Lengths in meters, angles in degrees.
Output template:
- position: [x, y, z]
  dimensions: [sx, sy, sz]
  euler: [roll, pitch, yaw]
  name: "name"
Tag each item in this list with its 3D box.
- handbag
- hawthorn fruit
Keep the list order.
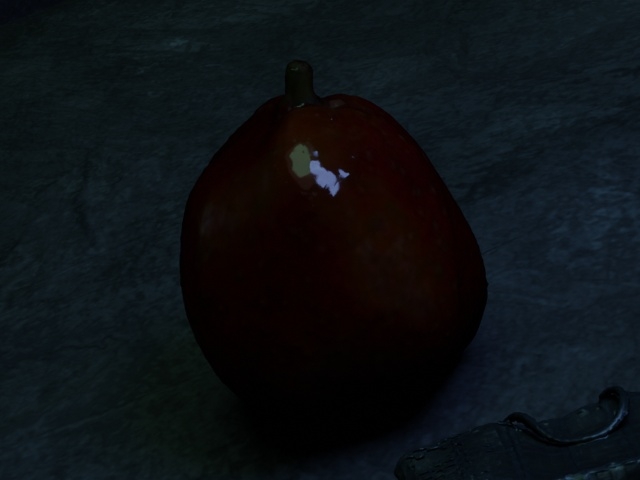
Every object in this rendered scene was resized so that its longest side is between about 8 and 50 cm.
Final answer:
- position: [0.192, 0.171, 1.122]
  dimensions: [0.270, 0.089, 0.175]
  euler: [-15, 20, 2]
  name: "handbag"
- position: [0.000, 0.000, 1.289]
  dimensions: [0.265, 0.307, 0.265]
  euler: [-9, 23, 4]
  name: "hawthorn fruit"
